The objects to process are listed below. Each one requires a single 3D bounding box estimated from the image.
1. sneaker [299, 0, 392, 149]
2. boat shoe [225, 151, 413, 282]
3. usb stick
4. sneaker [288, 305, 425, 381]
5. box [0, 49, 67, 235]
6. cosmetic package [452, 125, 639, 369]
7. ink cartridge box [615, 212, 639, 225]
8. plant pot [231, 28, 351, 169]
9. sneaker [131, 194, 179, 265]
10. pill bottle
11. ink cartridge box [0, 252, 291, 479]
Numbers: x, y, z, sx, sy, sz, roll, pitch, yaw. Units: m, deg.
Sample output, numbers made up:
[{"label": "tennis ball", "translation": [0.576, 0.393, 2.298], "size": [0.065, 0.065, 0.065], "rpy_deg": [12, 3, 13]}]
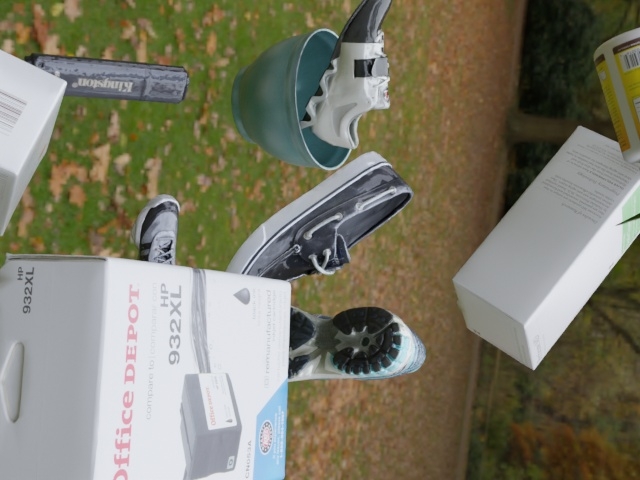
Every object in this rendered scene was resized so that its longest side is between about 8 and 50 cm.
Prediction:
[{"label": "sneaker", "translation": [0.090, -0.330, 1.686], "size": [0.331, 0.146, 0.122], "rpy_deg": [-64, 170, 27]}, {"label": "boat shoe", "translation": [0.000, 0.000, 1.225], "size": [0.301, 0.102, 0.108], "rpy_deg": [-37, 154, -12]}, {"label": "usb stick", "translation": [-0.358, -0.272, 1.463], "size": [0.077, 0.278, 0.045], "rpy_deg": [-60, -140, 43]}, {"label": "sneaker", "translation": [0.009, 0.151, 1.164], "size": [0.122, 0.283, 0.110], "rpy_deg": [29, 67, -51]}, {"label": "box", "translation": [-0.357, -0.104, 0.950], "size": [0.170, 0.091, 0.130], "rpy_deg": [-42, -153, 56]}, {"label": "cosmetic package", "translation": [0.401, 0.012, 1.480], "size": [0.365, 0.155, 0.197], "rpy_deg": [-50, 148, -12]}, {"label": "ink cartridge box", "translation": [0.462, -0.116, 0.972], "size": [0.188, 0.255, 0.097], "rpy_deg": [-22, 87, -38]}, {"label": "plant pot", "translation": [-0.066, -0.297, 1.858], "size": [0.293, 0.196, 0.293], "rpy_deg": [-7, 98, -62]}, {"label": "sneaker", "translation": [-0.316, 0.052, 1.746], "size": [0.101, 0.153, 0.269], "rpy_deg": [2, 115, -43]}, {"label": "pill bottle", "translation": [0.473, -0.188, 1.231], "size": [0.117, 0.117, 0.215], "rpy_deg": [11, 64, -77]}, {"label": "ink cartridge box", "translation": [-0.159, 0.137, 0.847], "size": [0.307, 0.129, 0.223], "rpy_deg": [13, 78, -61]}]
